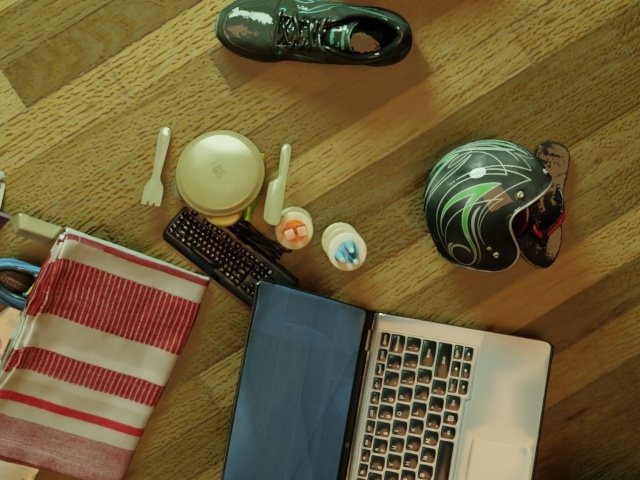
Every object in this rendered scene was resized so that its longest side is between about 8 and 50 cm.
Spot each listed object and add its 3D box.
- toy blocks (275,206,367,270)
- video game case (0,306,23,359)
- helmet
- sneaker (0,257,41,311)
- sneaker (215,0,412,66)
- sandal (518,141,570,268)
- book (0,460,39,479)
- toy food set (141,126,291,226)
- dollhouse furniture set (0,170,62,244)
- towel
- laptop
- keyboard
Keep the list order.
[{"bbox_3d":[0.000,0.000,1.688,0.123,0.148,0.054,18,96,-7],"label":"toy blocks"},{"bbox_3d":[-0.419,0.180,1.751,0.143,0.019,0.157,-39,99,2],"label":"video game case"},{"bbox_3d":[0.223,-0.056,1.687,0.169,0.169,0.162,-2,117,-4],"label":"helmet"},{"bbox_3d":[-0.355,0.081,1.701,0.209,0.082,0.069,21,81,-13],"label":"sneaker"},{"bbox_3d":[-0.007,-0.283,1.669,0.267,0.106,0.101,2,100,-3],"label":"sneaker"},{"bbox_3d":[0.312,-0.048,1.756,0.067,0.040,0.179,6,98,-5],"label":"sandal"},{"bbox_3d":[-0.464,0.353,1.768,0.096,0.035,0.144,28,95,-4],"label":"book"},{"bbox_3d":[-0.137,-0.085,1.717,0.192,0.038,0.133,10,78,6],"label":"toy food set"},{"bbox_3d":[-0.417,-0.038,1.725,0.114,0.091,0.081,21,54,-28],"label":"dollhouse furniture set"},{"bbox_3d":[-0.310,0.167,1.705,0.237,0.037,0.329,21,97,-32],"label":"towel"},{"bbox_3d":[0.091,0.280,1.643,0.407,0.236,0.382,10,83,3],"label":"laptop"},{"bbox_3d":[-0.118,0.017,1.739,0.192,0.038,0.100,37,94,-9],"label":"keyboard"}]
